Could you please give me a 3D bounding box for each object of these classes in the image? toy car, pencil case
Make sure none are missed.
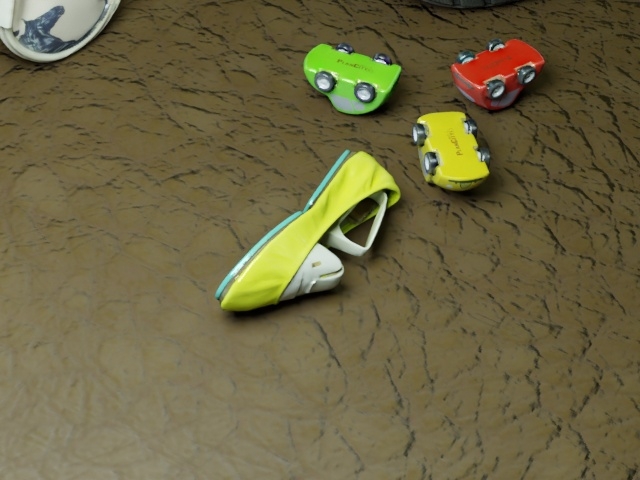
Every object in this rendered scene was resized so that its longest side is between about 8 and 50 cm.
[{"bbox_3d":[0.090,-0.142,1.379,0.225,0.053,0.239,18,46,13],"label":"toy car"},{"bbox_3d":[-0.383,-0.351,1.468,0.183,0.160,0.410,-24,51,-37],"label":"pencil case"}]

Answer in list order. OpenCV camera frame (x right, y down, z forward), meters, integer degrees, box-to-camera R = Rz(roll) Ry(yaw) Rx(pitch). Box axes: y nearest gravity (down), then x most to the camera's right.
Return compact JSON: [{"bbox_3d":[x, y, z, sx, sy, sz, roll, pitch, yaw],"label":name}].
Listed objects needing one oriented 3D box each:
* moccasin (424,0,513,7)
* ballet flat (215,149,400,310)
[{"bbox_3d":[0.208,-0.358,1.541,0.380,0.139,0.147,-14,47,-18],"label":"moccasin"},{"bbox_3d":[0.000,0.000,1.221,0.077,0.077,0.231,37,49,7],"label":"ballet flat"}]
